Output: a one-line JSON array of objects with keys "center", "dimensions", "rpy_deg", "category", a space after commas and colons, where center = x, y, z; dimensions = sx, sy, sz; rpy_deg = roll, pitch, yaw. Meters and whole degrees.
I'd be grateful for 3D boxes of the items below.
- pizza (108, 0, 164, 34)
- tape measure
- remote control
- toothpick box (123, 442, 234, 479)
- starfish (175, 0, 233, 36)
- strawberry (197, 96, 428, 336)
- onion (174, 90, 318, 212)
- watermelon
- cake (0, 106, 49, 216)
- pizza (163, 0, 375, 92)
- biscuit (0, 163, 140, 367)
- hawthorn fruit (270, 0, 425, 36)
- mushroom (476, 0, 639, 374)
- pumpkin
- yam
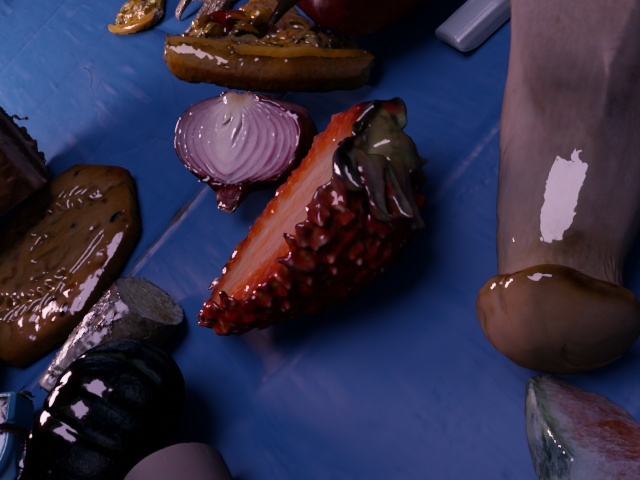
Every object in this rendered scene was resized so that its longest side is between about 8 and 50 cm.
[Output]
[{"center": [-0.362, -0.450, 1.417], "dimensions": [0.160, 0.036, 0.099], "rpy_deg": [6, 63, 40], "category": "pizza"}, {"center": [-0.426, 0.260, 0.889], "dimensions": [0.146, 0.081, 0.125], "rpy_deg": [-10, 61, 3], "category": "tape measure"}, {"center": [0.213, -0.291, 0.855], "dimensions": [0.162, 0.029, 0.061], "rpy_deg": [-43, 44, 3], "category": "remote control"}, {"center": [-0.102, 0.277, 0.617], "dimensions": [0.111, 0.111, 0.181], "rpy_deg": [-43, 42, 3], "category": "toothpick box"}, {"center": [-0.186, -0.450, 1.272], "dimensions": [0.247, 0.050, 0.138], "rpy_deg": [-44, 41, -2], "category": "starfish"}, {"center": [0.000, 0.000, 0.757], "dimensions": [0.306, 0.137, 0.233], "rpy_deg": [-46, 16, 38], "category": "strawberry"}, {"center": [-0.084, -0.113, 0.906], "dimensions": [0.206, 0.098, 0.151], "rpy_deg": [15, 105, 31], "category": "onion"}, {"center": [0.199, 0.160, 0.518], "dimensions": [0.094, 0.081, 0.180], "rpy_deg": [-24, 47, -14], "category": "watermelon"}, {"center": [-0.628, -0.125, 1.172], "dimensions": [0.282, 0.256, 0.290], "rpy_deg": [-38, 19, -2], "category": "cake"}, {"center": [-0.039, -0.264, 0.958], "dimensions": [0.251, 0.074, 0.288], "rpy_deg": [17, 37, 14], "category": "pizza"}, {"center": [-0.416, 0.024, 1.101], "dimensions": [0.359, 0.046, 0.359], "rpy_deg": [-20, 48, 24], "category": "biscuit"}, {"center": [0.030, -0.384, 0.878], "dimensions": [0.284, 0.285, 0.369], "rpy_deg": [5, 58, 40], "category": "hawthorn fruit"}, {"center": [0.228, -0.088, 0.616], "dimensions": [0.154, 0.137, 0.407], "rpy_deg": [-1, 61, 24], "category": "mushroom"}, {"center": [-0.216, 0.190, 0.727], "dimensions": [0.150, 0.194, 0.194], "rpy_deg": [33, 82, 27], "category": "pumpkin"}, {"center": [-0.253, 0.132, 0.854], "dimensions": [0.183, 0.107, 0.107], "rpy_deg": [-52, 43, -3], "category": "yam"}]
